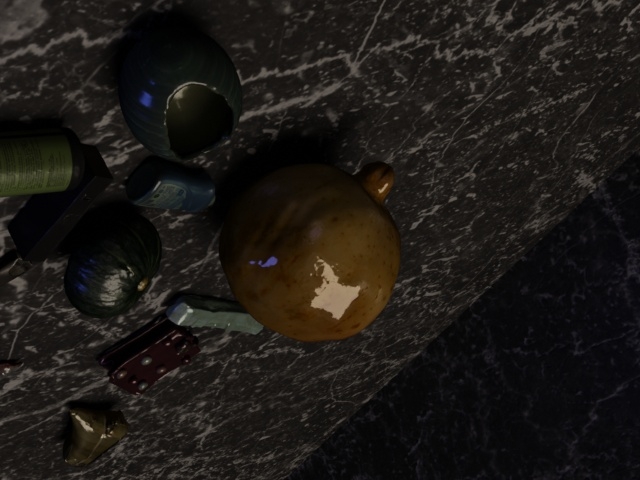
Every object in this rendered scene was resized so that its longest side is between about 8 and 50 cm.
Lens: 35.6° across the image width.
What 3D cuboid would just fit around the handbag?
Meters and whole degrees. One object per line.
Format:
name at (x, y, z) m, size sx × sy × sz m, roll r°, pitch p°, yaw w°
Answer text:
handbag at (-0.399, 0.276, 2.371) m, size 0.216 × 0.074 × 0.203 m, roll -32°, pitch 156°, yaw -2°

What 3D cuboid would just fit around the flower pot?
flower pot at (-0.219, -0.228, 1.552) m, size 0.189 × 0.157 × 0.243 m, roll -28°, pitch 154°, yaw -14°

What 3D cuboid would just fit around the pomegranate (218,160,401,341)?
pomegranate at (0.000, 0.000, 2.001) m, size 0.410 × 0.410 × 0.410 m, roll -26°, pitch 155°, yaw -13°

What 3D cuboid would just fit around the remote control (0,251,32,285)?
remote control at (-0.623, 0.090, 1.816) m, size 0.212 × 0.028 × 0.059 m, roll -34°, pitch 154°, yaw 4°

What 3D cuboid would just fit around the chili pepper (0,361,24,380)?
chili pepper at (-0.693, 0.283, 2.079) m, size 0.153 × 0.041 × 0.050 m, roll -32°, pitch -179°, yaw -43°

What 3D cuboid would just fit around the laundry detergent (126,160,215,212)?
laundry detergent at (-0.264, -0.093, 1.861) m, size 0.096 × 0.061 × 0.206 m, roll -44°, pitch 153°, yaw 20°

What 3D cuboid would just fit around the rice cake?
rice cake at (-0.245, 0.177, 2.383) m, size 0.066 × 0.063 × 0.336 m, roll -49°, pitch 150°, yaw 16°

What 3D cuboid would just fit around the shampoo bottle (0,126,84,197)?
shampoo bottle at (-0.502, -0.113, 1.498) m, size 0.283 × 0.101 × 0.101 m, roll -10°, pitch 147°, yaw -40°

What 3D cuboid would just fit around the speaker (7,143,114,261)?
speaker at (-0.443, -0.063, 1.688) m, size 0.218 × 0.082 × 0.044 m, roll -45°, pitch 152°, yaw 22°

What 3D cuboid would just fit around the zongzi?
zongzi at (-0.607, 0.486, 2.497) m, size 0.194 × 0.099 × 0.197 m, roll -41°, pitch 144°, yaw 17°

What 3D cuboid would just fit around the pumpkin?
pumpkin at (-0.388, 0.044, 1.861) m, size 0.212 × 0.152 × 0.211 m, roll -53°, pitch 179°, yaw -2°
